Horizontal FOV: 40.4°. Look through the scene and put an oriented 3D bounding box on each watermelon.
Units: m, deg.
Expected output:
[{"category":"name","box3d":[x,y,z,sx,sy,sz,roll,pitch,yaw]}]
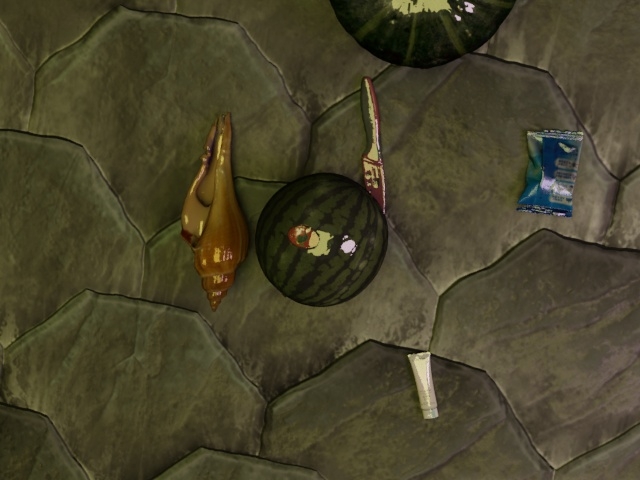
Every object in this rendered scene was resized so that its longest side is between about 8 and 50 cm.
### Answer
[{"category":"watermelon","box3d":[0.000,0.000,1.351,0.212,0.212,0.212,2,100,11]}]

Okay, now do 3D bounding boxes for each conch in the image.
[{"category":"conch","box3d":[-0.167,-0.047,1.446,0.109,0.093,0.330,-2,79,29]}]

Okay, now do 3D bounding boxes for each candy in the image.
[{"category":"candy","box3d":[0.357,-0.107,1.351,0.088,0.038,0.136,8,92,6]}]

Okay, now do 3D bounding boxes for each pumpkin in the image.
[{"category":"pumpkin","box3d":[0.147,-0.401,1.253,0.300,0.207,0.300,1,116,1]}]

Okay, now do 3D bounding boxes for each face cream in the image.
[{"category":"face cream","box3d":[0.174,0.242,1.454,0.038,0.020,0.115,-10,95,13]}]

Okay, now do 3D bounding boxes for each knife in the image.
[{"category":"knife","box3d":[0.083,-0.141,1.409,0.035,0.018,0.247,-4,100,9]}]
